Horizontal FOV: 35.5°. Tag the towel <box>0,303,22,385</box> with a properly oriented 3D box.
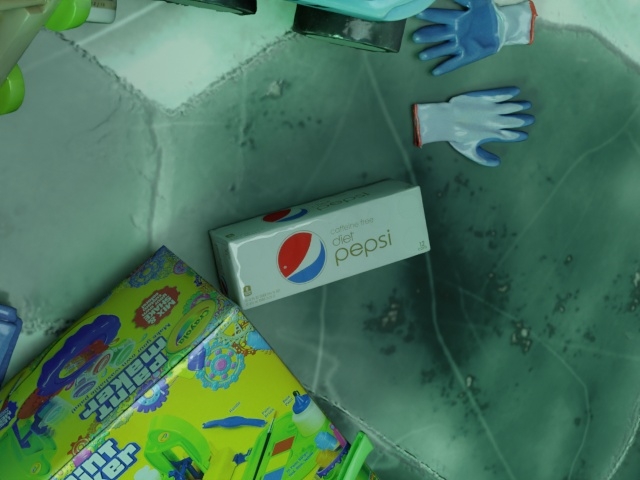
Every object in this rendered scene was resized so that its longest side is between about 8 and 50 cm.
[{"bbox_3d":[-0.458,0.125,0.872,0.335,0.040,0.243,20,95,-25],"label":"towel"}]

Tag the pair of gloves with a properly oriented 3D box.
[{"bbox_3d":[0.169,-0.176,1.090,0.159,0.023,0.198,-8,104,-22],"label":"pair of gloves"}]

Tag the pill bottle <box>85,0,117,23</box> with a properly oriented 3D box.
[{"bbox_3d":[-0.218,-0.274,0.853,0.094,0.094,0.170,0,102,-24],"label":"pill bottle"}]

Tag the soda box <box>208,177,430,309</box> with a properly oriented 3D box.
[{"bbox_3d":[0.000,0.000,1.026,0.216,0.069,0.074,-17,107,-21],"label":"soda box"}]

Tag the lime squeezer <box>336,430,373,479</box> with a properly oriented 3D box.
[{"bbox_3d":[-0.055,0.305,0.873,0.310,0.059,0.110,-34,121,-14],"label":"lime squeezer"}]

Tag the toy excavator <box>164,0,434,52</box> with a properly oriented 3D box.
[{"bbox_3d":[-0.057,-0.289,0.731,0.432,0.445,0.223,10,97,-15],"label":"toy excavator"}]

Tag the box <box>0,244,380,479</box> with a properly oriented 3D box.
[{"bbox_3d":[-0.144,0.217,0.929,0.290,0.177,0.279,-42,123,-11],"label":"box"}]

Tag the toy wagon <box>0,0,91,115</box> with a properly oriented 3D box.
[{"bbox_3d":[-0.334,-0.111,0.749,0.068,0.344,0.267,55,38,4],"label":"toy wagon"}]
